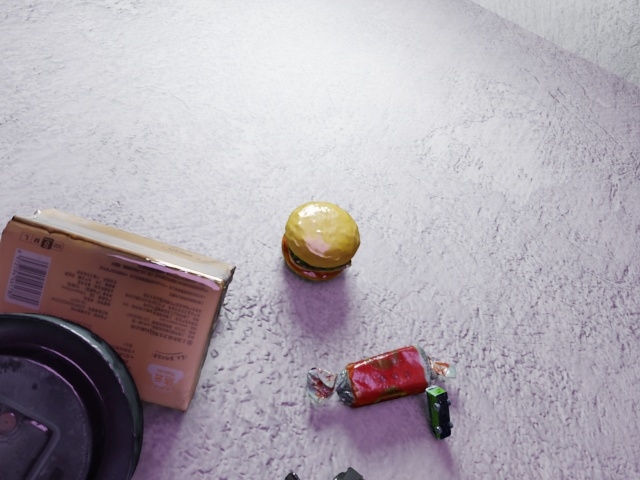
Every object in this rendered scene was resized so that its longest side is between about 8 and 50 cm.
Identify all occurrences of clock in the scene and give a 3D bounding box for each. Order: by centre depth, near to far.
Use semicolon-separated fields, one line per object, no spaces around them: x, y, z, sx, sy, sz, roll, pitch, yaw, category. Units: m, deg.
-0.381;0.247;0.545;0.319;0.066;0.318;0;85;-5;clock

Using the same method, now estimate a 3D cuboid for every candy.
0.116;0.241;0.793;0.292;0.059;0.086;-6;59;-19;candy

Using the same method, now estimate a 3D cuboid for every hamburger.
0.000;0.000;0.895;0.162;0.115;0.162;7;56;-11;hamburger

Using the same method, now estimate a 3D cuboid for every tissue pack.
-0.307;0.095;0.706;0.306;0.238;0.238;17;52;-4;tissue pack

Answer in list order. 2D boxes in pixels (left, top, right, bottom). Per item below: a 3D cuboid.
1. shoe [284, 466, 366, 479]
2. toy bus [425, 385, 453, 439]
0.042;0.386;0.649;0.228;0.099;0.112;-1;49;-17;shoe
0.205;0.298;0.770;0.031;0.037;0.083;-11;99;-24;toy bus
